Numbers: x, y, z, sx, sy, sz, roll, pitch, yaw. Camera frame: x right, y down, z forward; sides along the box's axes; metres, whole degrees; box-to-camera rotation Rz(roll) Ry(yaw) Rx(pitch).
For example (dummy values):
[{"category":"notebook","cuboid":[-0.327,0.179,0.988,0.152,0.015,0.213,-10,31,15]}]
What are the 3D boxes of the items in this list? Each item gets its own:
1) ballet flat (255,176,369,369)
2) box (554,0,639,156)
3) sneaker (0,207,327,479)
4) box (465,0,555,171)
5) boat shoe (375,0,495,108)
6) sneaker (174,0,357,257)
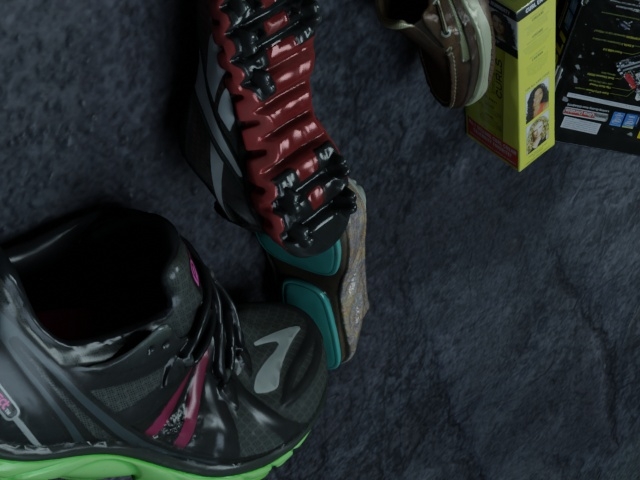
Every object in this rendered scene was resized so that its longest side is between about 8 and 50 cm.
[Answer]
[{"category":"ballet flat","cuboid":[0.000,0.000,1.206,0.106,0.107,0.316,-58,161,-31]},{"category":"box","cuboid":[0.407,-0.209,1.349,0.322,0.079,0.257,8,125,-9]},{"category":"sneaker","cuboid":[-0.130,0.084,1.019,0.482,0.185,0.202,6,121,-56]},{"category":"box","cuboid":[0.188,-0.178,1.263,0.058,0.087,0.232,-38,148,-18]},{"category":"boat shoe","cuboid":[0.089,-0.213,1.105,0.095,0.095,0.257,-28,136,-15]},{"category":"sneaker","cuboid":[-0.062,-0.120,0.981,0.097,0.135,0.276,-34,122,-39]}]
